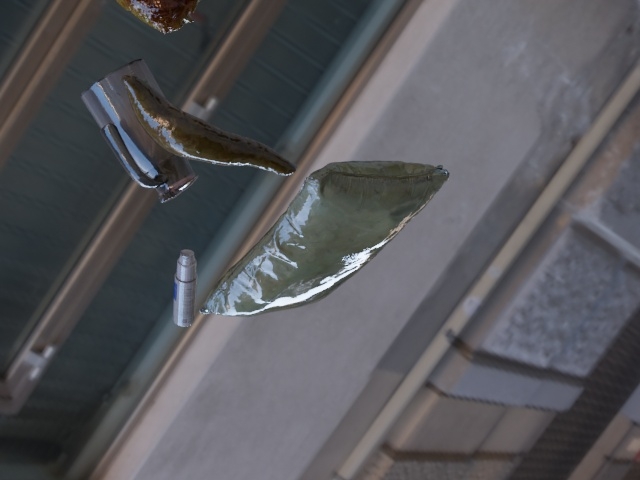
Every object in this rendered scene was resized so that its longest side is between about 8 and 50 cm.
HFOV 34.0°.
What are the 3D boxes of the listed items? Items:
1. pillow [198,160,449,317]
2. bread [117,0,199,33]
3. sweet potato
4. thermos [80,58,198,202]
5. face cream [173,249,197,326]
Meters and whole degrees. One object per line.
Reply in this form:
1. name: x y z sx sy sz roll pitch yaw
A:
1. pillow: 0.000 0.000 1.177 0.185 0.302 0.074 -4 -118 -36
2. bread: -0.191 -0.435 1.510 0.139 0.271 0.077 34 -162 1
3. sweet potato: -0.141 -0.123 1.293 0.250 0.059 0.069 24 -134 -18
4. thermos: -0.254 -0.145 1.480 0.193 0.105 0.137 60 -155 -5
5. face cream: -0.196 0.067 1.521 0.034 0.130 0.034 5 -142 -4
